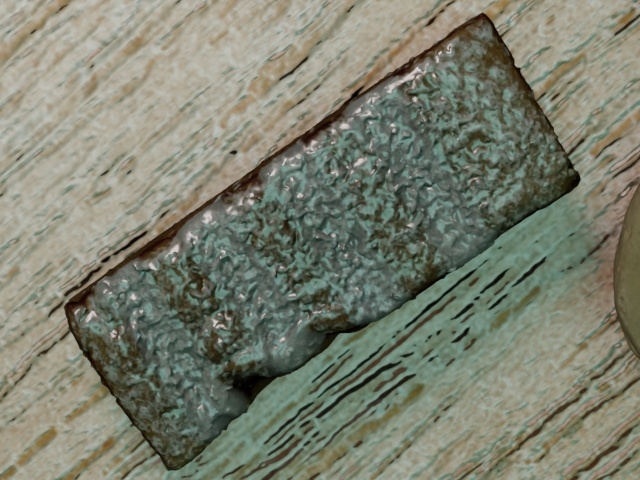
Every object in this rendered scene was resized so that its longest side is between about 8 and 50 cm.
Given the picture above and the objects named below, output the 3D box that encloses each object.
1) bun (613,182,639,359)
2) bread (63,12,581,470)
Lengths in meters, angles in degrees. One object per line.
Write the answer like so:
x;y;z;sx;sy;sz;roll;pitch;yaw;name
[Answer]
0.373;0.027;0.937;0.282;0.205;0.281;-4;81;31;bun
0.000;0.000;0.961;0.416;0.113;0.165;-36;102;3;bread
